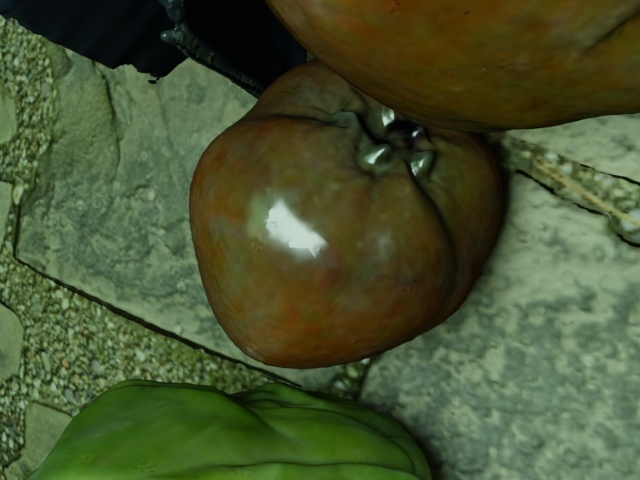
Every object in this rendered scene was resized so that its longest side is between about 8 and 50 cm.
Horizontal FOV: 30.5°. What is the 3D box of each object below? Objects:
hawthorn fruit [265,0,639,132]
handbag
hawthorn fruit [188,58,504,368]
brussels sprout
[{"bbox_3d":[0.074,-0.187,0.571,0.267,0.300,0.268,-22,61,46],"label":"hawthorn fruit"},{"bbox_3d":[-0.081,-0.262,0.706,0.121,0.303,0.330,6,90,12],"label":"handbag"},{"bbox_3d":[0.000,0.000,0.767,0.199,0.199,0.251,65,147,19],"label":"hawthorn fruit"},{"bbox_3d":[-0.067,0.210,0.792,0.328,0.328,0.247,2,72,47],"label":"brussels sprout"}]
